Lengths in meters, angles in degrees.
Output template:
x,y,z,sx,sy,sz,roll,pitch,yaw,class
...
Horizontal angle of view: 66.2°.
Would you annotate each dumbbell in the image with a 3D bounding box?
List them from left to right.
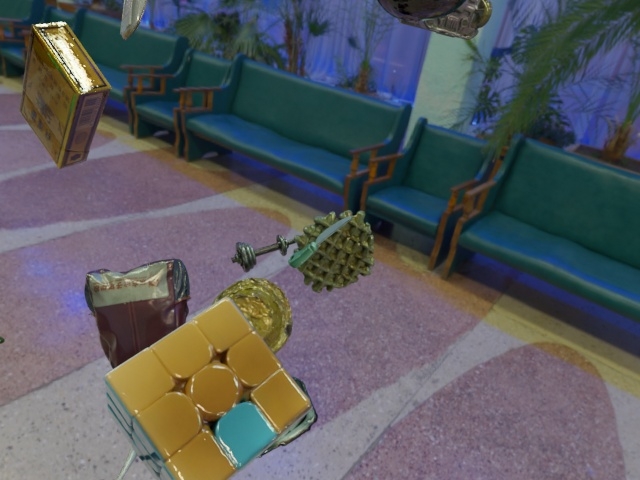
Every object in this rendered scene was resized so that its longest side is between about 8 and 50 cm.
x,y,z,sx,sy,sz,roll,pitch,yaw,class
-0.190,0.034,1.725,0.254,0.110,0.110,-17,36,-17,dumbbell

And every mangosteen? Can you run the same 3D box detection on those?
x,y,z,sx,sy,sz,roll,pitch,yaw,class
0.201,-0.563,0.960,0.211,0.250,0.211,-7,11,1,mangosteen

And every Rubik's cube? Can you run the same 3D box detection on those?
x,y,z,sx,sy,sz,roll,pitch,yaw,class
-0.243,0.350,1.035,0.291,0.290,0.292,-33,77,-34,Rubik's cube

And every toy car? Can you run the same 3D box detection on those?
x,y,z,sx,sy,sz,roll,pitch,yaw,class
0.390,-0.794,1.457,0.241,0.336,0.226,2,27,-24,toy car

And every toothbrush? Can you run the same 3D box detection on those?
x,y,z,sx,sy,sz,roll,pitch,yaw,class
-0.490,0.539,1.352,0.042,0.040,0.418,43,34,-17,toothbrush

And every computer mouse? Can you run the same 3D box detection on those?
x,y,z,sx,sy,sz,roll,pitch,yaw,class
-0.506,-0.644,1.338,0.044,0.199,0.102,9,-10,-38,computer mouse

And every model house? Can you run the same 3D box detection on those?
x,y,z,sx,sy,sz,roll,pitch,yaw,class
-0.197,0.565,1.599,0.253,0.185,0.291,-21,-2,-35,model house

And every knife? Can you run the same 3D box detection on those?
x,y,z,sx,sy,sz,roll,pitch,yaw,class
0.000,0.000,1.546,0.034,0.260,0.063,45,18,-19,knife

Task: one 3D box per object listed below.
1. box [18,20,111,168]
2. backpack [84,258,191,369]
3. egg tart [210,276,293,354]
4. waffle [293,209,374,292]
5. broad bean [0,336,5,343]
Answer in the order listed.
x,y,z,sx,sy,sz,roll,pitch,yaw,class
-0.621,-0.337,1.179,0.084,0.301,0.193,-32,85,-44,box
-0.508,0.222,1.411,0.283,0.318,0.197,-10,-3,-2,backpack
-0.230,0.260,1.590,0.294,0.295,0.116,10,-11,-1,egg tart
0.054,0.044,1.729,0.291,0.310,0.056,-16,29,-10,waffle
-1.048,0.291,1.445,0.195,0.061,0.046,-5,58,-21,broad bean
